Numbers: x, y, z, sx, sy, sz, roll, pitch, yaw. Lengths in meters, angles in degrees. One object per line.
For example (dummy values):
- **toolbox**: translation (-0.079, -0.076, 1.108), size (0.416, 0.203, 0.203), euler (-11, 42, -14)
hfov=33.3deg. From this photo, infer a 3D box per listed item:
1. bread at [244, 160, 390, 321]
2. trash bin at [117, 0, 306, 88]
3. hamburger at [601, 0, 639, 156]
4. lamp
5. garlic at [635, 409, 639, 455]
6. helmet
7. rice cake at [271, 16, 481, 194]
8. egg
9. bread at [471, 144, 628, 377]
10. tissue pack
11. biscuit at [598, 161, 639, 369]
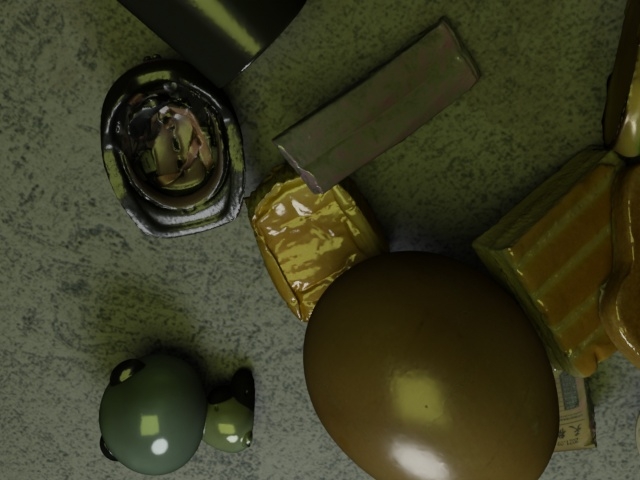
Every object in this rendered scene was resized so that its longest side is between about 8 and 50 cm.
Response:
- **bread**: translation (0.000, 0.000, 1.559), size (0.179, 0.133, 0.250), euler (-29, 108, 16)
- **trash bin**: translation (-0.194, -0.372, 1.392), size (0.214, 0.214, 0.334), euler (-38, 106, 22)
- **hamburger**: translation (0.449, -0.209, 1.347), size (0.148, 0.237, 0.237), euler (8, 114, 7)
- **lamp**: translation (-0.230, 0.279, 1.709), size (0.243, 0.198, 0.198), euler (5, 116, -17)
- **garlic**: translation (0.616, 0.271, 1.554), size (0.281, 0.184, 0.203), euler (1, 88, 31)
- **helmet**: translation (-0.212, -0.147, 1.528), size (0.198, 0.154, 0.253), euler (-14, 132, -1)
- **rice cake**: translation (0.079, -0.178, 1.447), size (0.298, 0.050, 0.106), euler (-37, 104, -10)
- **egg**: translation (0.150, 0.184, 1.413), size (0.374, 0.301, 0.301), euler (41, 114, -11)
- **bread**: translation (0.364, 0.028, 1.466), size (0.246, 0.111, 0.239), euler (-40, 110, -17)
- **tissue pack**: translation (0.276, 0.227, 1.616), size (0.256, 0.123, 0.215), euler (-8, 113, 15)
- **biscuit**: translation (0.490, 0.010, 1.427), size (0.287, 0.057, 0.344), euler (37, 80, -16)
